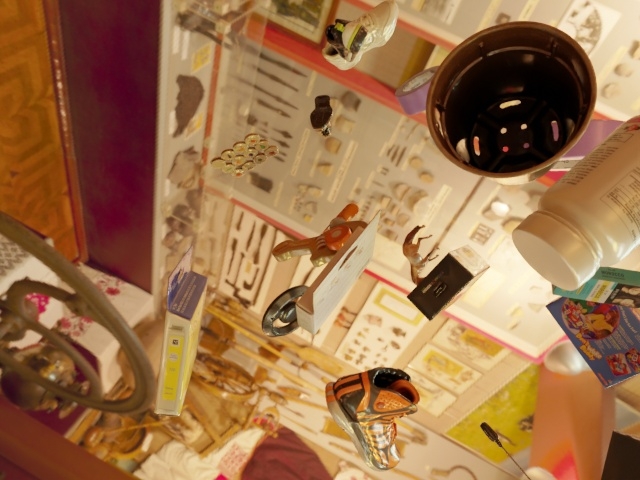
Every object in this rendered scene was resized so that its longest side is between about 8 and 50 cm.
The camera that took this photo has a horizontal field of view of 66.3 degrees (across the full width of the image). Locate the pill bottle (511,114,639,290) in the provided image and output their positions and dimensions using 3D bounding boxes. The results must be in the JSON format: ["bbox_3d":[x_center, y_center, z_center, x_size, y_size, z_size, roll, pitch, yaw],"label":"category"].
[{"bbox_3d":[0.467,-0.059,0.802,0.283,0.160,0.160,-40,173,-3],"label":"pill bottle"}]

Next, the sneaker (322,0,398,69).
[{"bbox_3d":[0.136,-0.712,1.698,0.305,0.114,0.152,-35,159,33],"label":"sneaker"}]

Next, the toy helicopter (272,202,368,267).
[{"bbox_3d":[0.000,0.000,1.574,0.140,0.355,0.235,59,37,-31],"label":"toy helicopter"}]

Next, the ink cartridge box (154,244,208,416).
[{"bbox_3d":[-0.319,0.194,1.160,0.303,0.072,0.307,-112,-146,-76],"label":"ink cartridge box"}]

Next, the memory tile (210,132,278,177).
[{"bbox_3d":[-0.186,-0.205,1.201,0.148,0.012,0.113,-28,153,22],"label":"memory tile"}]

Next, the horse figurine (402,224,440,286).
[{"bbox_3d":[0.409,0.050,2.044,0.174,0.263,0.066,-38,-148,-10],"label":"horse figurine"}]

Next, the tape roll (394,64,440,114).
[{"bbox_3d":[0.364,-0.532,1.738,0.189,0.080,0.189,-30,-156,15],"label":"tape roll"}]

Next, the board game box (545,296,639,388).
[{"bbox_3d":[1.023,0.319,1.762,0.233,0.347,0.078,-41,162,32],"label":"board game box"}]

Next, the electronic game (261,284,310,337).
[{"bbox_3d":[-0.111,0.253,1.740,0.229,0.048,0.229,-29,141,-26],"label":"electronic game"}]

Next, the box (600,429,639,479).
[{"bbox_3d":[1.012,0.694,1.343,0.293,0.396,0.211,9,-101,56],"label":"box"}]

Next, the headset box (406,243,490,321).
[{"bbox_3d":[0.488,0.157,1.867,0.246,0.131,0.283,-52,160,24],"label":"headset box"}]

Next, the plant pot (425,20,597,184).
[{"bbox_3d":[0.225,-0.140,0.583,0.167,0.167,0.165,-63,157,7],"label":"plant pot"}]

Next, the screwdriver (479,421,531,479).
[{"bbox_3d":[0.463,0.532,1.230,0.025,0.170,0.024,-45,153,19],"label":"screwdriver"}]

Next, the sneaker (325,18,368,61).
[{"bbox_3d":[0.061,-0.517,1.235,0.084,0.097,0.234,-63,-173,9],"label":"sneaker"}]

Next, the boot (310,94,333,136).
[{"bbox_3d":[0.015,-0.396,1.694,0.197,0.077,0.137,-78,165,-45],"label":"boot"}]

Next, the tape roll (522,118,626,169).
[{"bbox_3d":[0.645,-0.239,1.265,0.275,0.275,0.090,-6,97,-84],"label":"tape roll"}]

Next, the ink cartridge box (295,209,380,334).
[{"bbox_3d":[0.041,0.070,1.191,0.275,0.060,0.239,-50,159,-26],"label":"ink cartridge box"}]

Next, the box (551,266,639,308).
[{"bbox_3d":[0.804,0.126,1.403,0.100,0.244,0.060,89,13,-47],"label":"box"}]

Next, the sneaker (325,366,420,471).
[{"bbox_3d":[0.157,0.411,1.122,0.180,0.321,0.124,-25,-146,13],"label":"sneaker"}]
